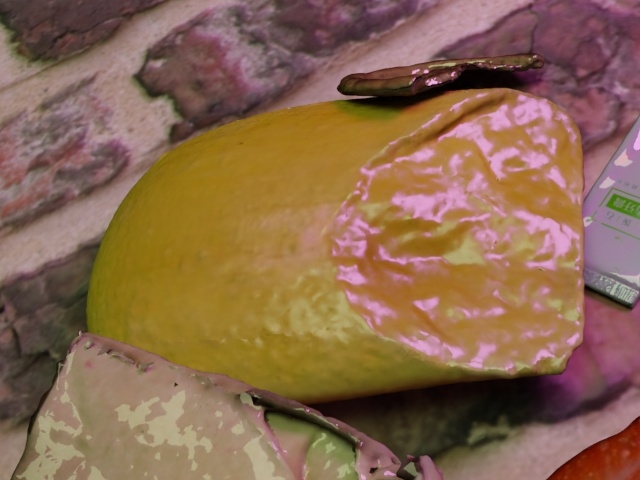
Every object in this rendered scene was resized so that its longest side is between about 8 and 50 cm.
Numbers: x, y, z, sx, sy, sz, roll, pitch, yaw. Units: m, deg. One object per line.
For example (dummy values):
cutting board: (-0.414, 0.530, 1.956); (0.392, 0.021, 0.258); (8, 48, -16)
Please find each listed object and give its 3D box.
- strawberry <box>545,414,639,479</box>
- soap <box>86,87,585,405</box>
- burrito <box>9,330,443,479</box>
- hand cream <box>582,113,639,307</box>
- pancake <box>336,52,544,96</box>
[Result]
strawberry: (0.194, 0.205, 0.725); (0.174, 0.098, 0.228); (-21, 22, 46)
soap: (0.000, -0.002, 0.921); (0.427, 0.115, 0.306); (-8, 54, 18)
burrito: (-0.060, 0.205, 0.786); (0.331, 0.135, 0.190); (16, 70, 25)
hand cream: (0.288, -0.072, 0.926); (0.275, 0.050, 0.079); (-54, 29, -15)
pancake: (0.105, -0.145, 0.977); (0.184, 0.020, 0.190); (-4, 13, 10)
